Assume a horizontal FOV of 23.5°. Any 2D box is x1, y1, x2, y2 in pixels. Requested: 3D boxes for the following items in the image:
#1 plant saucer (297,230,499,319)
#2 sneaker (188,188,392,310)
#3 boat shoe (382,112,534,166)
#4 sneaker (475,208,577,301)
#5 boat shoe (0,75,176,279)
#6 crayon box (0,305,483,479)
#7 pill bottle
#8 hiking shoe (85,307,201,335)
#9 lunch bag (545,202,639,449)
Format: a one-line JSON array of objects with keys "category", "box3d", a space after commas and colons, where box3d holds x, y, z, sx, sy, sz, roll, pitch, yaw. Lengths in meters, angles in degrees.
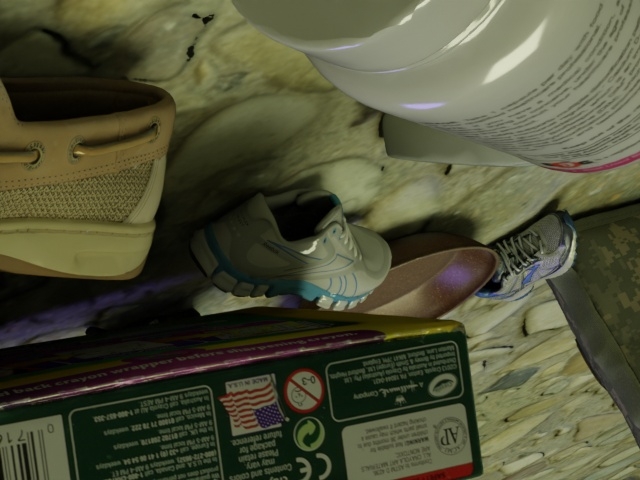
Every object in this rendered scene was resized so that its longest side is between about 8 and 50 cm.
[{"category": "plant saucer", "box3d": [0.056, 0.043, 1.314, 0.198, 0.036, 0.199, -21, 159, -9]}, {"category": "sneaker", "box3d": [0.000, 0.000, 1.102, 0.083, 0.071, 0.190, -44, 153, 29]}, {"category": "boat shoe", "box3d": [0.187, -0.129, 0.908, 0.367, 0.157, 0.135, -3, -176, 43]}, {"category": "sneaker", "box3d": [0.179, 0.018, 1.373, 0.058, 0.052, 0.135, -4, 151, -31]}, {"category": "boat shoe", "box3d": [-0.200, -0.051, 0.713, 0.341, 0.121, 0.110, 4, 109, -57]}, {"category": "crayon box", "box3d": [-0.135, 0.120, 0.970, 0.362, 0.106, 0.313, -8, -178, -26]}, {"category": "pill bottle", "box3d": [0.081, -0.128, 0.738, 0.160, 0.160, 0.283, -34, 158, 25]}, {"category": "hiking shoe", "box3d": [-0.151, 0.152, 1.232, 0.114, 0.086, 0.227, -1, 121, -18]}, {"category": "lunch bag", "box3d": [0.342, 0.087, 1.455, 0.287, 0.235, 0.169, -6, 151, -40]}]
